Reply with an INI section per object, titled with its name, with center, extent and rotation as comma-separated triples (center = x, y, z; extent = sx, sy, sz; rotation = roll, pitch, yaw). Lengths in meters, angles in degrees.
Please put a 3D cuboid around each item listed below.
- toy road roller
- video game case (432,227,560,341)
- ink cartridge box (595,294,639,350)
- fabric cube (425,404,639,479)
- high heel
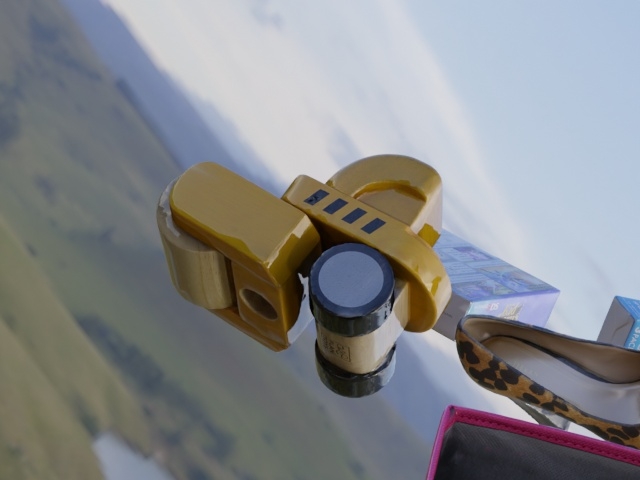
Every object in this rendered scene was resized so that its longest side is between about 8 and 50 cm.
[toy road roller]
center = 0.000, 0.000, 2.075
extent = 0.329, 0.240, 0.202
rotation = 28, -27, 19
[video game case]
center = 0.140, 0.041, 2.293
extent = 0.244, 0.061, 0.269
rotation = 28, 15, 27
[ink cartridge box]
center = 0.399, 0.134, 2.036
extent = 0.181, 0.104, 0.061
rotation = 11, 21, -22
[fabric cube]
center = 0.145, 0.286, 0.947
extent = 0.254, 0.259, 0.258
rotation = -72, 174, -53
[high heel]
center = 0.257, 0.120, 1.692
extent = 0.261, 0.093, 0.186
rotation = -9, -39, 43
